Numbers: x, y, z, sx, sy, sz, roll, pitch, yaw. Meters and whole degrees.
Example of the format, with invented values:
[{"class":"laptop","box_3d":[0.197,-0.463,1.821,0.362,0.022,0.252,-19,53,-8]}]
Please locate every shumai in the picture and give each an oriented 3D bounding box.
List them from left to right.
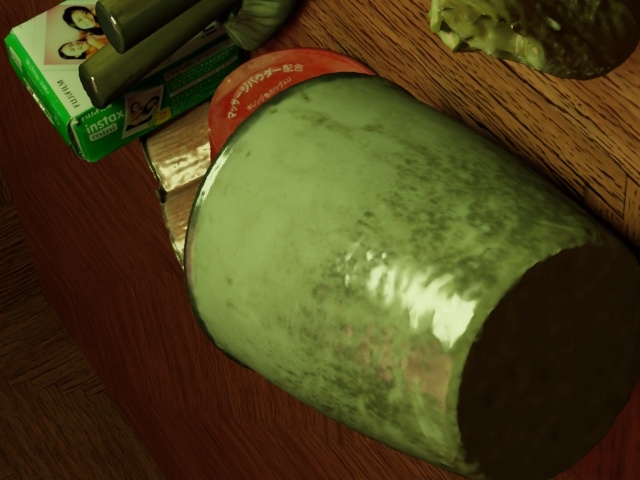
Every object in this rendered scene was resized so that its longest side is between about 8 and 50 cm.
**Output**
[{"class":"shumai","box_3d":[0.124,-0.190,1.111,0.209,0.161,0.153,46,159,-2]}]

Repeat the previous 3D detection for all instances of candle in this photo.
[{"class":"candle","box_3d":[-0.093,-0.014,1.958,0.317,0.131,0.287,-107,-11,-48]}]

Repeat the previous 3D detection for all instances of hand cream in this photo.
[{"class":"hand cream","box_3d":[-0.018,-0.087,1.597,0.193,0.193,0.125,52,158,31]}]

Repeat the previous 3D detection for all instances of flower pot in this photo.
[{"class":"flower pot","box_3d":[0.091,0.036,1.339,0.330,0.293,0.293,28,142,49]}]

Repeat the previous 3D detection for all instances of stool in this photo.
[{"class":"stool","box_3d":[-0.187,-0.329,1.679,0.310,0.226,0.310,61,162,4]}]

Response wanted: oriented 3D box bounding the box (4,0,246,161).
[{"class":"box","box_3d":[-0.228,-0.225,1.900,0.180,0.250,0.103,53,167,24]}]
